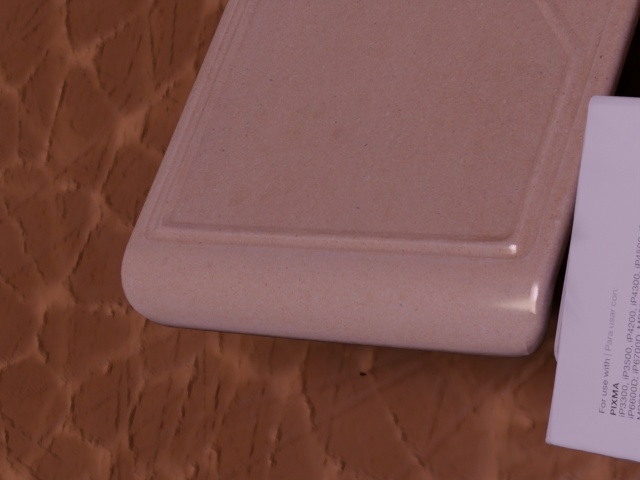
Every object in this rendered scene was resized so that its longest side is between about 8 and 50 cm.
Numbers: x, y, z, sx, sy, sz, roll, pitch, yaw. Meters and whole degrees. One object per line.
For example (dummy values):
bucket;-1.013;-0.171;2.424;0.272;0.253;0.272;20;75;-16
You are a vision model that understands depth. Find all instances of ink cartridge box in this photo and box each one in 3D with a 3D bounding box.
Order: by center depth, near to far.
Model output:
ink cartridge box;0.185;0.022;0.639;0.176;0.128;0.127;7;90;45

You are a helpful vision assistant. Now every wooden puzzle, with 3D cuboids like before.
wooden puzzle;0.035;-0.068;0.816;0.221;0.044;0.238;3;68;39
